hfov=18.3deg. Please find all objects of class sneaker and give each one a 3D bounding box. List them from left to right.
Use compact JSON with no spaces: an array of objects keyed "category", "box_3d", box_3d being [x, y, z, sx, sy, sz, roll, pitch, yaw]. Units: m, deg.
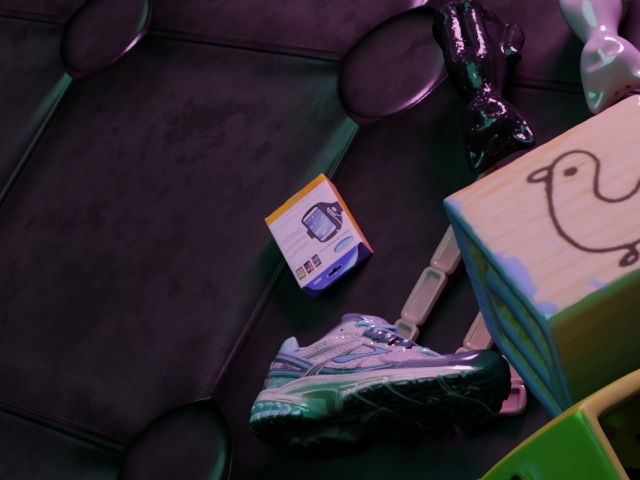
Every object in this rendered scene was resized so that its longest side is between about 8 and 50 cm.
[{"category":"sneaker","box_3d":[0.053,0.117,1.859,0.283,0.110,0.122,-12,54,36]}]

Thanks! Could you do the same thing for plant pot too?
[{"category":"plant pot","box_3d":[0.208,0.247,1.516,0.207,0.228,0.227,-33,80,26]}]

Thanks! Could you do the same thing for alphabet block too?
[{"category":"alphabet block","box_3d":[0.248,0.031,1.678,0.197,0.193,0.192,-29,45,-7]}]

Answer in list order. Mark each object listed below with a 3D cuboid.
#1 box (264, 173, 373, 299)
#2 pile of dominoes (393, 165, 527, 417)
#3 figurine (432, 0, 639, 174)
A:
[{"category":"box","box_3d":[0.000,0.000,2.065,0.081,0.028,0.136,-38,45,9]},{"category":"pile of dominoes","box_3d":[0.180,0.053,1.887,0.196,0.040,0.251,27,86,46]},{"category":"figurine","box_3d":[0.222,-0.178,1.960,0.215,0.092,0.209,-27,41,20]}]
